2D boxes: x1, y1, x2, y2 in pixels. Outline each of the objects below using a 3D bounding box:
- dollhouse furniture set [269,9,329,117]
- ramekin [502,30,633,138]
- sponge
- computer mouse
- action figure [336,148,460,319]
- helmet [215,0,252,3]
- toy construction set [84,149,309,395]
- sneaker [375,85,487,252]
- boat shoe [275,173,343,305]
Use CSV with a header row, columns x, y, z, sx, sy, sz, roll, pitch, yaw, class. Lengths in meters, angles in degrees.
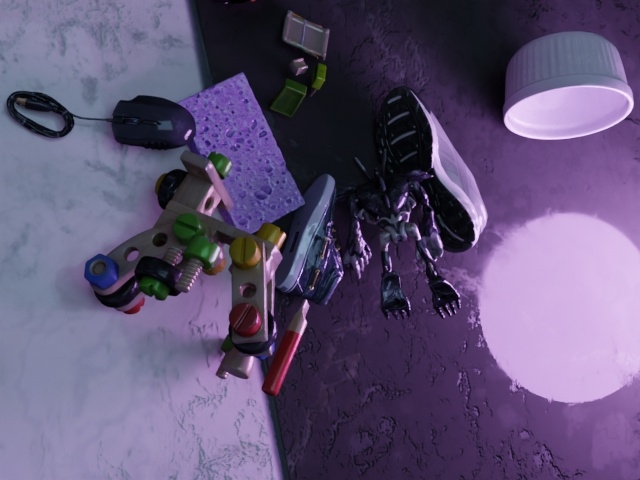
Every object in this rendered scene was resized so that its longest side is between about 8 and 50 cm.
x,y,z,sx,sy,sz,roll,pitch,yaw,class
-0.035,-0.260,1.334,0.076,0.058,0.152,19,56,-18,dollhouse furniture set
0.403,-0.257,1.479,0.207,0.207,0.109,9,71,-28,ramekin
-0.116,-0.120,1.265,0.117,0.031,0.210,-29,99,-28,sponge
-0.278,-0.159,1.160,0.242,0.041,0.071,3,91,-20,computer mouse
0.106,-0.003,1.316,0.164,0.141,0.276,-10,48,-4,action figure
-0.099,-0.417,1.239,0.169,0.169,0.162,-25,112,-29,helmet
-0.113,0.026,1.150,0.309,0.257,0.237,47,58,-40,toy construction set
0.176,-0.115,1.404,0.108,0.100,0.272,-33,98,-53,sneaker
0.000,0.000,1.302,0.083,0.065,0.183,27,78,-26,boat shoe
